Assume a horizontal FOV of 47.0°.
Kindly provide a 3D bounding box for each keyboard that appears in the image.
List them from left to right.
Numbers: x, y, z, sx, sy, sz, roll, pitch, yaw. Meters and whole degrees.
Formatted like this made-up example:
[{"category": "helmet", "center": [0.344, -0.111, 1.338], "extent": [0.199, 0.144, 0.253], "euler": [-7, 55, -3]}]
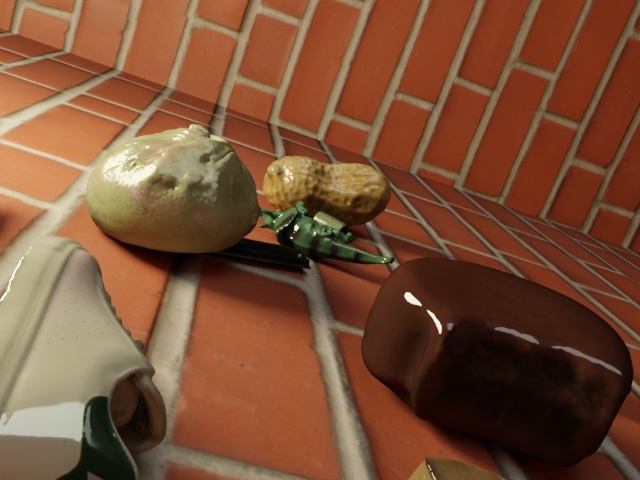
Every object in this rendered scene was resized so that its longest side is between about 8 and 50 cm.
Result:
[{"category": "keyboard", "center": [-0.127, 0.016, 1.267], "extent": [0.230, 0.025, 0.093], "euler": [11, 16, -32]}]

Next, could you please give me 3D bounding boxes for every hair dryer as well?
[{"category": "hair dryer", "center": [0.040, -0.023, 1.631], "extent": [0.071, 0.047, 0.150], "euler": [29, 6, 23]}]

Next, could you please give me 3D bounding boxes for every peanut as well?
[{"category": "peanut", "center": [0.012, -0.105, 1.681], "extent": [0.291, 0.159, 0.143], "euler": [6, 46, -15]}]

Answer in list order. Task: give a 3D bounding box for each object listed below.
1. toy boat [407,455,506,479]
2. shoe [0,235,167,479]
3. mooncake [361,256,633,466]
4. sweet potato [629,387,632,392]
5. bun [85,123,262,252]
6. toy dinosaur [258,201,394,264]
[{"category": "toy boat", "center": [0.155, 0.265, 0.676], "extent": [0.188, 0.061, 0.116], "euler": [27, 16, 25]}, {"category": "shoe", "center": [-0.202, 0.106, 0.637], "extent": [0.160, 0.132, 0.363], "euler": [17, 19, -12]}, {"category": "mooncake", "center": [0.233, 0.157, 0.958], "extent": [0.325, 0.174, 0.334], "euler": [8, 22, -31]}, {"category": "sweet potato", "center": [0.354, 0.167, 1.248], "extent": [0.341, 0.092, 0.114], "euler": [23, 31, 12]}, {"category": "bun", "center": [-0.229, -0.097, 1.166], "extent": [0.283, 0.179, 0.283], "euler": [7, 18, -2]}, {"category": "toy dinosaur", "center": [0.004, -0.005, 1.427], "extent": [0.291, 0.079, 0.120], "euler": [20, 20, 6]}]
